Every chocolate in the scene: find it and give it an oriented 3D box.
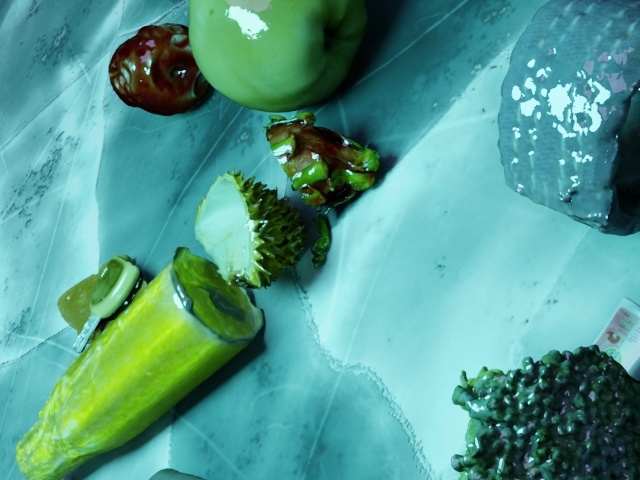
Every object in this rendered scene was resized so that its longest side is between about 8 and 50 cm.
[{"bbox_3d":[-0.285,0.197,1.617,0.445,0.162,0.162,-41,41,25],"label":"chocolate"}]

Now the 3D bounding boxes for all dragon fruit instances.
[{"bbox_3d":[0.001,-0.103,1.542,0.174,0.138,0.142,-3,102,16],"label":"dragon fruit"}]

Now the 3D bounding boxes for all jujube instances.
[{"bbox_3d":[-0.277,-0.287,1.938,0.230,0.155,0.155,7,72,57],"label":"jujube"}]

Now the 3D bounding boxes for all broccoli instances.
[{"bbox_3d":[0.215,0.216,1.055,0.247,0.263,0.243,-31,7,-15],"label":"broccoli"}]

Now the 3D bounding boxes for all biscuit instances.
[{"bbox_3d":[-0.349,0.100,1.854,0.250,0.035,0.163,-2,60,44],"label":"biscuit"}]

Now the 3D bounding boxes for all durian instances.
[{"bbox_3d":[-0.097,-0.016,1.563,0.139,0.144,0.252,-55,42,12],"label":"durian"}]

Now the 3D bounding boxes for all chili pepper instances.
[{"bbox_3d":[0.000,0.000,1.540,0.027,0.022,0.083,-4,57,10],"label":"chili pepper"}]

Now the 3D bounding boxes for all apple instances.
[{"bbox_3d":[-0.061,-0.313,1.639,0.262,0.262,0.262,-27,48,35],"label":"apple"}]

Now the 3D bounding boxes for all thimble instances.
[{"bbox_3d":[0.292,-0.129,1.143,0.236,0.205,0.172,-60,39,6],"label":"thimble"}]

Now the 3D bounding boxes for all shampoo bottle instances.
[{"bbox_3d":[0.294,0.112,1.114,0.099,0.043,0.072,-55,37,6],"label":"shampoo bottle"}]

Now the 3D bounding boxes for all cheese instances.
[{"bbox_3d":[-0.340,0.103,1.793,0.086,0.036,0.163,25,85,52],"label":"cheese"}]

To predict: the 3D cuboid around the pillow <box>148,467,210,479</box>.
[{"bbox_3d":[-0.171,0.378,1.349,0.228,0.101,0.326,-35,26,-34],"label":"pillow"}]
